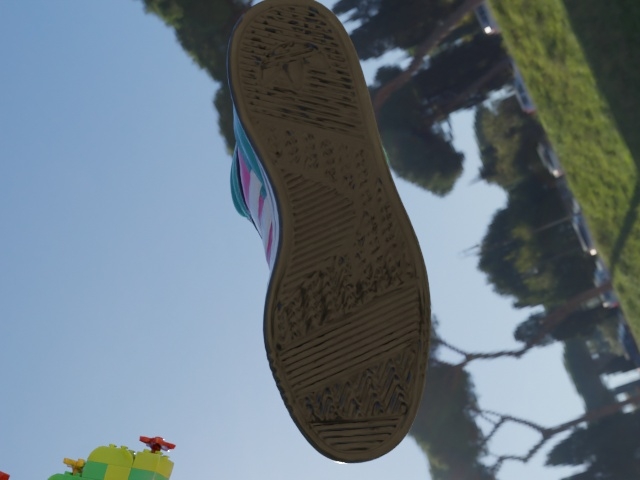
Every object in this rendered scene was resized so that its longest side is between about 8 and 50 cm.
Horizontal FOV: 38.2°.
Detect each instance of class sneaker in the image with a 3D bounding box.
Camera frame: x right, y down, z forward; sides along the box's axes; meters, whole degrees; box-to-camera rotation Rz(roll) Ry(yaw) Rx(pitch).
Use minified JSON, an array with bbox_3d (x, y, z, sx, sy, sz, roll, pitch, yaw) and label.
[{"bbox_3d":[0.000,0.000,0.648,0.178,0.123,0.295,75,-174,-82],"label":"sneaker"}]

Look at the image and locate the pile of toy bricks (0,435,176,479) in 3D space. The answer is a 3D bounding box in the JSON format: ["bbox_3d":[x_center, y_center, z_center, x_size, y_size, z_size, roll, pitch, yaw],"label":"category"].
[{"bbox_3d":[-0.112,0.154,0.493,0.118,0.212,0.105,55,-136,-55],"label":"pile of toy bricks"}]
